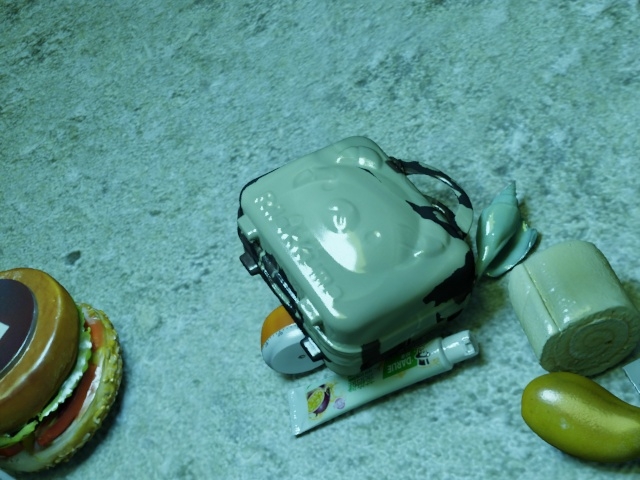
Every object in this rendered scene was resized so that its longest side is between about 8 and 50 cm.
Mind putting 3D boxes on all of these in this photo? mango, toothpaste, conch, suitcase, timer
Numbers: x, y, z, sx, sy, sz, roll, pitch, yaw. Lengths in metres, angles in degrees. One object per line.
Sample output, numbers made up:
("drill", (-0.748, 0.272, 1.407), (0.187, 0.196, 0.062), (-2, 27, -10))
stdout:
("mango", (0.347, 0.232, 1.268), (0.184, 0.085, 0.102), (18, 83, 31))
("toothpaste", (0.088, 0.208, 1.477), (0.314, 0.056, 0.058), (-24, 6, 18))
("conch", (0.286, -0.015, 1.528), (0.065, 0.088, 0.180), (135, 157, -68))
("suitcase", (0.072, -0.006, 1.500), (0.339, 0.194, 0.351), (-26, 56, -18))
("timer", (-0.034, 0.142, 1.571), (0.136, 0.099, 0.136), (-12, 39, 10))

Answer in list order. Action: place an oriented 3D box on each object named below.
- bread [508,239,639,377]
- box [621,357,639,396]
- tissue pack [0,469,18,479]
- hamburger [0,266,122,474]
("bread", (0.346, 0.095, 1.343), (0.148, 0.134, 0.141), (-19, 43, 4))
("box", (0.495, 0.170, 1.258), (0.177, 0.036, 0.115), (-29, 45, 9))
("tissue pack", (-0.571, 0.433, 1.524), (0.238, 0.305, 0.238), (-15, 49, 18))
("hamburger", (-0.509, 0.226, 1.688), (0.330, 0.250, 0.330), (-14, 49, 17))
